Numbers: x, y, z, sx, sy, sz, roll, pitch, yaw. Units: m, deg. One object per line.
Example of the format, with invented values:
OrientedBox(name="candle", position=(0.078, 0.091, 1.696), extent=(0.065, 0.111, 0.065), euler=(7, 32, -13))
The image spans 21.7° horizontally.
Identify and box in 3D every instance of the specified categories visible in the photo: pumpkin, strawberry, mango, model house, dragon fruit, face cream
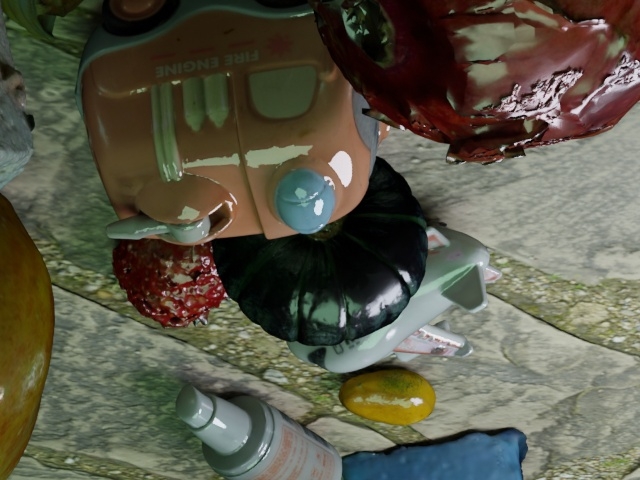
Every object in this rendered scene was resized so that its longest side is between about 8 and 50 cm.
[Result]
OrientedBox(name="pumpkin", position=(0.000, 0.000, 1.533), extent=(0.202, 0.202, 0.140), euler=(-6, 162, -4))
OrientedBox(name="strawberry", position=(-0.129, 0.024, 1.635), extent=(0.192, 0.085, 0.140), euler=(-34, 135, 28))
OrientedBox(name="mango", position=(0.076, 0.180, 1.914), extent=(0.114, 0.057, 0.079), euler=(6, 149, -14))
OrientedBox(name="model house", position=(0.166, 0.406, 2.053), extent=(0.237, 0.303, 0.215), euler=(-11, 138, 4))
OrientedBox(name="dragon fruit", position=(0.138, -0.203, 1.185), extent=(0.302, 0.295, 0.295), euler=(-36, 161, -36))
OrientedBox(name="face cream", position=(-0.081, 0.233, 1.916), extent=(0.101, 0.101, 0.252), euler=(-26, 141, 23))

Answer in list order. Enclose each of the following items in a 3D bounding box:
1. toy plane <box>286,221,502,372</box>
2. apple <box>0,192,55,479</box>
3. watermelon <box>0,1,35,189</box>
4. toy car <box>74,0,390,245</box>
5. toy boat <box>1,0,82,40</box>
OrientedBox(name="toy plane", position=(0.067, 0.061, 1.699), extent=(0.252, 0.118, 0.252), euler=(-2, 146, -2))
OrientedBox(name="apple", position=(-0.424, 0.077, 1.457), extent=(0.400, 0.333, 0.400), euler=(9, 151, 5))
OrientedBox(name="watermelon", position=(-0.308, -0.101, 1.172), extent=(0.258, 0.387, 0.228), euler=(17, 176, 40))
OrientedBox(name="toy car", position=(-0.065, -0.095, 1.368), extent=(0.270, 0.212, 0.180), euler=(-9, 144, 4))
OrientedBox(name="toy boat", position=(-0.214, -0.220, 1.295), extent=(0.066, 0.065, 0.172), euler=(10, 148, -3))
